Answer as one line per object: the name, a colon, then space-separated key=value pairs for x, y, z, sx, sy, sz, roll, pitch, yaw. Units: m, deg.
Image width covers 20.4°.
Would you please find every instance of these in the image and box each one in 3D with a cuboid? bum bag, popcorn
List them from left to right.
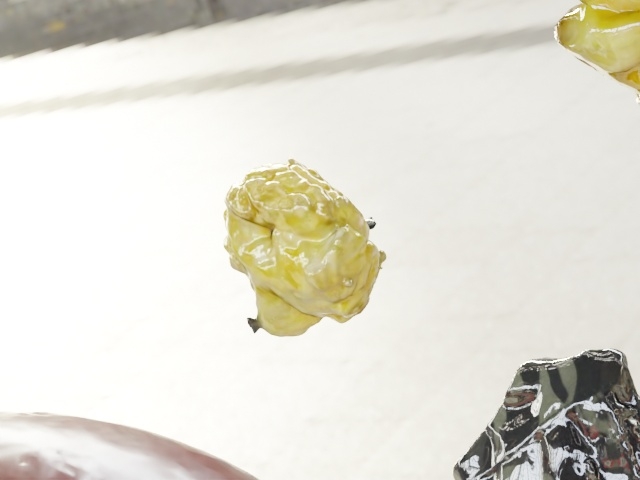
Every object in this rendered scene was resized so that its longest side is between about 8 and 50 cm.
popcorn: x=0.000 y=0.000 z=0.812 sx=0.084 sy=0.084 sz=0.084 roll=-16 pitch=18 yaw=5
bum bag: x=0.190 y=0.234 z=1.106 sx=0.144 sy=0.340 sz=0.095 roll=-29 pitch=-11 yaw=27

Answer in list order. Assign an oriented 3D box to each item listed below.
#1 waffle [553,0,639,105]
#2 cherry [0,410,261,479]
waffle: x=0.217 y=-0.146 z=0.677 sx=0.324 sy=0.261 sz=0.151 roll=22 pitch=-4 yaw=-43
cherry: x=-0.113 y=0.181 z=0.684 sx=0.307 sy=0.261 sz=0.221 roll=-9 pitch=45 yaw=-6
